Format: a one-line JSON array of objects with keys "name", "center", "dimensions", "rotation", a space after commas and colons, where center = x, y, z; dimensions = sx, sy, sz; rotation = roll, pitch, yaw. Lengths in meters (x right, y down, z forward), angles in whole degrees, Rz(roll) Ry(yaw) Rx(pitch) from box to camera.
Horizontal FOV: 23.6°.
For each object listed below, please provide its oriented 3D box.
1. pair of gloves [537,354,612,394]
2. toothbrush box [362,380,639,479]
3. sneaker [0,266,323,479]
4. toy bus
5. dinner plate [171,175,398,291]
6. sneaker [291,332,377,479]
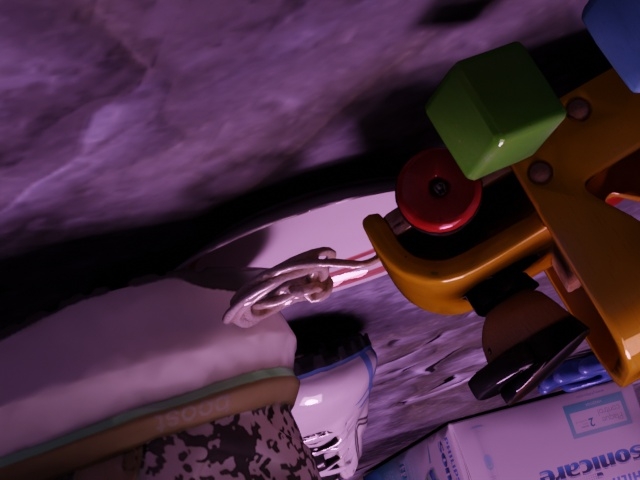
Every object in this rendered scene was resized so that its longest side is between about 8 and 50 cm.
[{"name": "pair of gloves", "center": [0.274, 0.088, 1.288], "dimensions": [0.159, 0.023, 0.198], "rotation": [-9, 163, -24]}, {"name": "toothbrush box", "center": [0.199, 0.259, 1.644], "dimensions": [0.216, 0.126, 0.295], "rotation": [-12, 166, -19]}, {"name": "sneaker", "center": [-0.150, 0.160, 0.516], "dimensions": [0.410, 0.182, 0.158], "rotation": [-27, 166, -19]}, {"name": "toy bus", "center": [0.101, 0.002, 0.512], "dimensions": [0.191, 0.104, 0.202], "rotation": [-16, 160, -41]}, {"name": "dinner plate", "center": [0.000, 0.000, 0.610], "dimensions": [0.141, 0.017, 0.141], "rotation": [-17, 166, -4]}, {"name": "sneaker", "center": [-0.006, 0.110, 0.894], "dimensions": [0.085, 0.086, 0.237], "rotation": [-14, 165, -7]}]
